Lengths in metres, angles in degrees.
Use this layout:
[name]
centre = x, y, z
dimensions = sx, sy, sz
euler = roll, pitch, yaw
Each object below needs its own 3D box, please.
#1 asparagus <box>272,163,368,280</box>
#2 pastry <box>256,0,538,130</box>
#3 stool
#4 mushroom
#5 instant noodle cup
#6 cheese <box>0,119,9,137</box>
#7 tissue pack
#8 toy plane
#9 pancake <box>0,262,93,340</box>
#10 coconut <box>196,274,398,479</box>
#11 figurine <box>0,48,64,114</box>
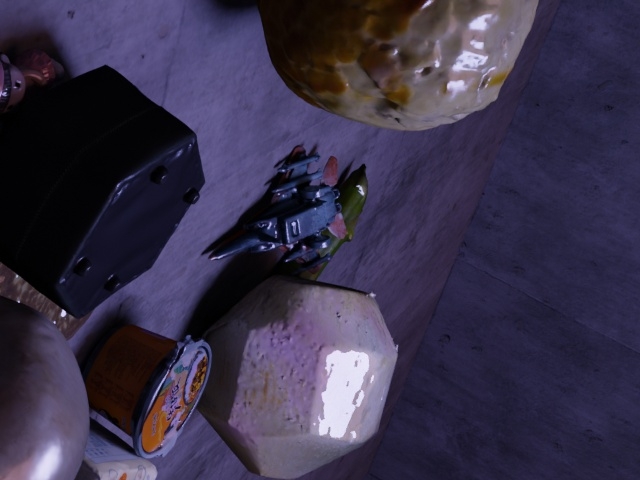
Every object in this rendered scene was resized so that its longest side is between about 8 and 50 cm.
[asparagus]
centre = 0.001, 0.000, 2.073
dimensions = 0.343, 0.082, 0.085
euler = -55, 126, -24
[pastry]
centre = 0.076, -0.320, 1.316
dimensions = 0.312, 0.388, 0.388
euler = 13, 110, -28
[stool]
centre = -0.225, -0.045, 1.095
dimensions = 0.232, 0.141, 0.232
euler = -51, 169, -14
[mushroom]
centre = -0.356, 0.141, 0.939
dimensions = 0.297, 0.297, 0.290
euler = -50, 133, -33
[instant noodle cup]
centre = -0.251, 0.195, 1.536
dimensions = 0.177, 0.125, 0.208
euler = -31, 143, -63
[cheese]
centre = -0.333, -0.058, 1.063
dimensions = 0.121, 0.026, 0.067
euler = -52, 162, -29
[tissue pack]
centre = -0.321, 0.299, 1.468
dimensions = 0.092, 0.148, 0.196
euler = -58, 164, 1
[toy plane]
centre = -0.060, -0.024, 1.797
dimensions = 0.326, 0.104, 0.223
euler = -33, 121, -52
[pancake]
centre = -0.297, 0.026, 1.296
dimensions = 0.250, 0.031, 0.250
euler = -53, 161, -27
[coconut]
centre = -0.046, 0.229, 1.860
dimensions = 0.352, 0.352, 0.352
euler = -53, 162, -26
[figurine]
centre = -0.292, -0.142, 1.020
dimensions = 0.072, 0.054, 0.129
euler = -52, 176, 25
